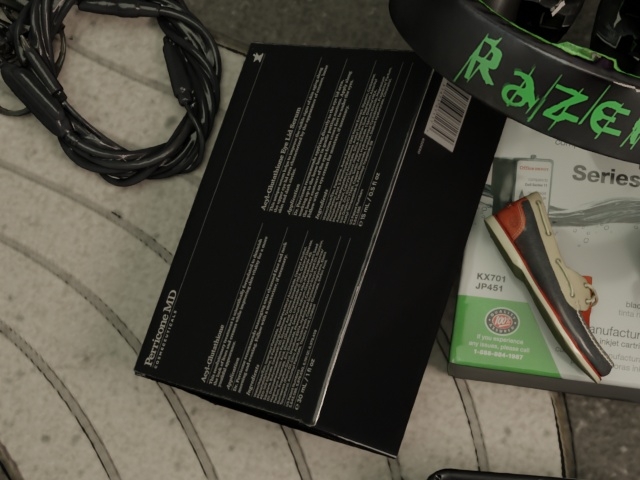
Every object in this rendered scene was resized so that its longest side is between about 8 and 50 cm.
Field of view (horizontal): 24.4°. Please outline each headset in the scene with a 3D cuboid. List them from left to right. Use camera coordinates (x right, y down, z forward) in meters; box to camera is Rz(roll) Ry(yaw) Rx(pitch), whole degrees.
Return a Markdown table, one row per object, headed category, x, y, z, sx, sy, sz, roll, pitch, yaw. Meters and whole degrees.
| category | x | y | z | sx | sy | sz | roll | pitch | yaw |
| --- | --- | --- | --- | --- | --- | --- | --- | --- | --- |
| headset | 0.189 | -0.182 | 0.968 | 0.243 | 0.394 | 0.185 | 22 | 118 | 2 |

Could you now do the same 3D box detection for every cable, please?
| category | x | y | z | sx | sy | sz | roll | pitch | yaw |
| --- | --- | --- | --- | --- | --- | --- | --- | --- | --- |
| cable | -0.153 | -0.130 | 1.155 | 0.184 | 0.047 | 0.150 | 45 | 75 | 2 |

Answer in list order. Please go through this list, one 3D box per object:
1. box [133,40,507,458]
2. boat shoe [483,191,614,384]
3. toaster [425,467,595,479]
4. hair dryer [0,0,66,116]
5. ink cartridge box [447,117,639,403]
| category | x | y | z | sx | sy | sz | roll | pitch | yaw |
| --- | --- | --- | --- | --- | --- | --- | --- | --- | --- |
| box | 0.000 | 0.000 | 1.041 | 0.184 | 0.103 | 0.261 | 11 | 78 | 41 |
| boat shoe | 0.161 | 0.031 | 0.992 | 0.043 | 0.049 | 0.137 | -29 | 72 | -2 |
| toaster | 0.137 | 0.246 | 1.006 | 0.186 | 0.110 | 0.168 | 3 | 78 | 7 |
| hair dryer | -0.320 | -0.241 | 1.201 | 0.224 | 0.080 | 0.293 | 0 | 83 | -9 |
| ink cartridge box | 0.179 | 0.002 | 1.065 | 0.153 | 0.087 | 0.208 | 6 | 78 | 8 |
